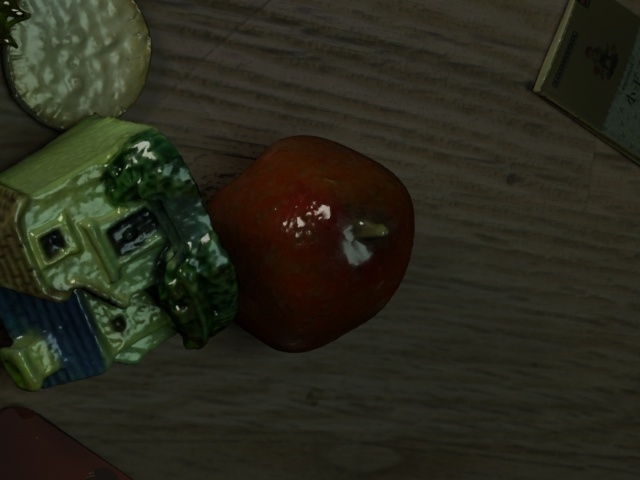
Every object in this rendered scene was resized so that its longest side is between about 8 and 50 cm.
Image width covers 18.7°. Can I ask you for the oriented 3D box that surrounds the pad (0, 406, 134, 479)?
[{"bbox_3d":[-0.212,0.279,1.678,0.267,0.004,0.181,35,73,-2],"label":"pad"}]

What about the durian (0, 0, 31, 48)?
[{"bbox_3d":[-0.311,-0.204,1.585,0.375,0.132,0.106,-58,163,-20],"label":"durian"}]

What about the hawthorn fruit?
[{"bbox_3d":[0.000,0.000,1.733,0.199,0.251,0.199,2,85,-22],"label":"hawthorn fruit"}]

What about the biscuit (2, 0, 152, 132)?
[{"bbox_3d":[-0.212,-0.168,1.714,0.152,0.020,0.152,-3,95,-33],"label":"biscuit"}]

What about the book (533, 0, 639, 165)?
[{"bbox_3d":[0.321,-0.174,2.078,0.198,0.016,0.138,30,76,-32],"label":"book"}]

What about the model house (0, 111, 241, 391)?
[{"bbox_3d":[-0.197,0.029,1.643,0.189,0.195,0.214,-29,113,-19],"label":"model house"}]
